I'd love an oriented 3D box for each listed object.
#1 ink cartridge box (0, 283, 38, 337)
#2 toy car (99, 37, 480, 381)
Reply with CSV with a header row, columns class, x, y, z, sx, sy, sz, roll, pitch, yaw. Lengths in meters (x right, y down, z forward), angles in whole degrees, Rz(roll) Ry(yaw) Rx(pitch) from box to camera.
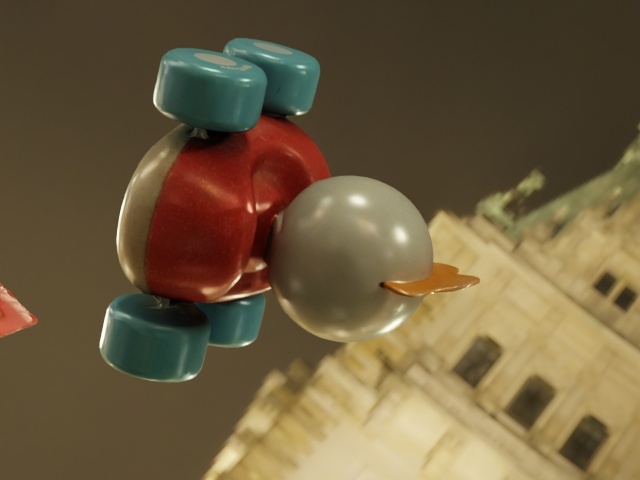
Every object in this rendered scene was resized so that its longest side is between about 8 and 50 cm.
class,x,y,z,sx,sy,sz,roll,pitch,yaw
ink cartridge box,-0.311,0.015,1.198,0.181,0.225,0.056,43,-48,24
toy car,0.000,0.000,1.312,0.238,0.210,0.219,18,-75,16
